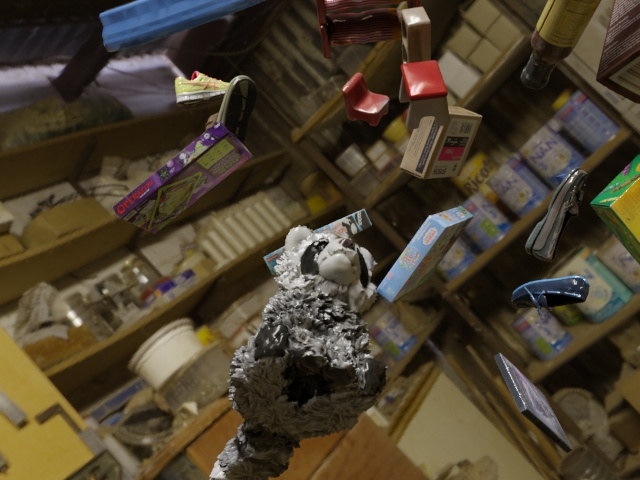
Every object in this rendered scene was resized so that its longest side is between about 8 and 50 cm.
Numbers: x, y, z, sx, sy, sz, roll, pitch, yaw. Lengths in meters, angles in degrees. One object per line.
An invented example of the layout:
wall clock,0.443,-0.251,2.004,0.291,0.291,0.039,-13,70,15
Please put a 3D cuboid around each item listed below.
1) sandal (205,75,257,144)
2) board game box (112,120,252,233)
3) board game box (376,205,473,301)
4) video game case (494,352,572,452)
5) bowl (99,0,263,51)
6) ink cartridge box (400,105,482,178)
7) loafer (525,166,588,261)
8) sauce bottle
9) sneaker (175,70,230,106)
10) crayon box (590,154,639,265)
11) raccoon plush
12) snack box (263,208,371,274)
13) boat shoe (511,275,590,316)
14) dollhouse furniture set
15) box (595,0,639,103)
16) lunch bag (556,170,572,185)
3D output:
sandal,-0.269,-0.328,1.921,0.120,0.086,0.303,7,-65,-49
board game box,-0.350,-0.156,1.754,0.347,0.056,0.208,-38,-19,2
board game box,0.189,0.019,1.193,0.160,0.039,0.211,-57,-18,20
video game case,0.586,0.448,1.862,0.026,0.274,0.196,-38,34,18
bowl,-0.258,-0.482,1.360,0.391,0.077,0.391,-16,23,7
ink cartridge box,0.343,-0.278,1.902,0.234,0.088,0.193,-12,-56,-53
loafer,0.661,-0.065,1.836,0.096,0.084,0.267,14,-72,-50
sauce bottle,0.573,-0.512,1.618,0.111,0.111,0.344,-40,-18,-28
sneaker,-0.338,-0.459,2.001,0.208,0.094,0.081,-18,-1,-41
crayon box,0.768,-0.038,1.535,0.165,0.278,0.081,-44,13,-3
raccoon plush,-0.069,0.173,1.117,0.446,0.216,0.299,-42,26,29
snack box,0.000,0.000,1.869,0.187,0.060,0.322,-27,-1,27
boat shoe,0.721,0.177,2.151,0.258,0.109,0.089,-26,37,45
dollhouse furniture set,0.102,-0.366,1.232,0.201,0.374,0.152,-8,-44,2
box,0.783,-0.529,1.565,0.381,0.143,0.191,-70,12,-21
lunch bag,0.772,-0.179,2.079,0.067,0.065,0.098,-17,2,34
